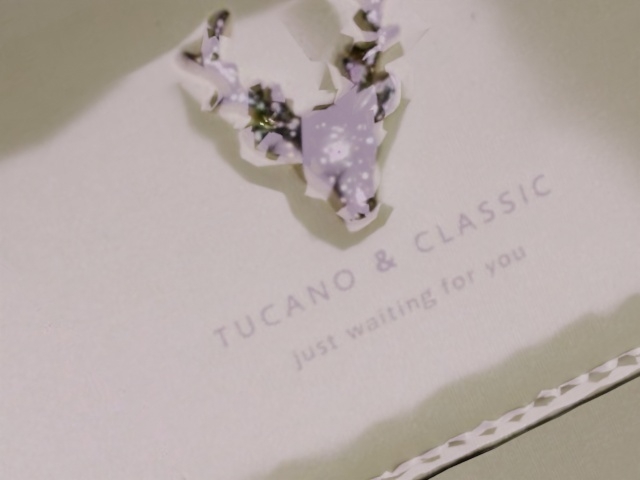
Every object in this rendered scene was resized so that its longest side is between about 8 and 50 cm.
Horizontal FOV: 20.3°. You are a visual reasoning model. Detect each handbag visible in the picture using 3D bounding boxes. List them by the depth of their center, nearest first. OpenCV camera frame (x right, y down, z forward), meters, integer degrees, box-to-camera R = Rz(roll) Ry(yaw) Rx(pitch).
[{"bbox_3d":[0.000,0.000,0.416,0.358,0.160,0.237,-25,108,-7],"label":"handbag"}]
